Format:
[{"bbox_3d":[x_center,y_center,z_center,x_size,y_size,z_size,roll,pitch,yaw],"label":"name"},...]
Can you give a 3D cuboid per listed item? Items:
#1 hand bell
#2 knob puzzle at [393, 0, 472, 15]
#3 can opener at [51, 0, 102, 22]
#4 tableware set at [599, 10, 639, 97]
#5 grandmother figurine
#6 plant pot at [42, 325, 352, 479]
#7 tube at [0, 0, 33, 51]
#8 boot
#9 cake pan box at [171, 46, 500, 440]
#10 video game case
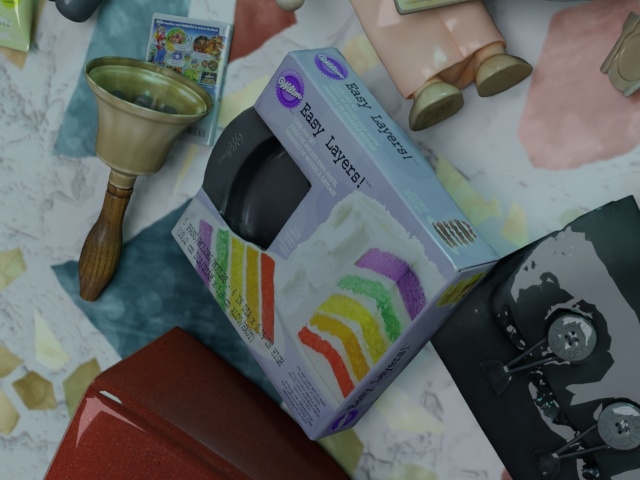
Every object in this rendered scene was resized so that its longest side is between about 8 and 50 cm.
[{"bbox_3d":[-0.200,-0.045,1.232,0.126,0.126,0.242,30,116,17],"label":"hand bell"},{"bbox_3d":[0.123,-0.304,1.095,0.213,0.030,0.213,2,73,-8],"label":"knob puzzle"},{"bbox_3d":[-0.188,-0.347,1.223,0.076,0.095,0.283,41,96,16],"label":"can opener"},{"bbox_3d":[0.300,-0.153,1.034,0.141,0.020,0.169,-52,39,30],"label":"tableware set"},{"bbox_3d":[0.048,-0.271,1.144,0.207,0.104,0.342,-24,78,-9],"label":"grandmother figurine"},{"bbox_3d":[-0.116,0.266,1.128,0.235,0.267,0.267,27,99,5],"label":"plant pot"},{"bbox_3d":[-0.319,-0.320,1.295,0.070,0.062,0.240,29,109,59],"label":"tube"},{"bbox_3d":[0.338,0.159,1.021,0.367,0.146,0.445,-31,75,16],"label":"boot"},{"bbox_3d":[0.000,0.000,1.111,0.267,0.070,0.246,55,127,22],"label":"cake pan box"},{"bbox_3d":[-0.137,-0.160,1.251,0.087,0.011,0.122,12,94,20],"label":"video game case"}]
